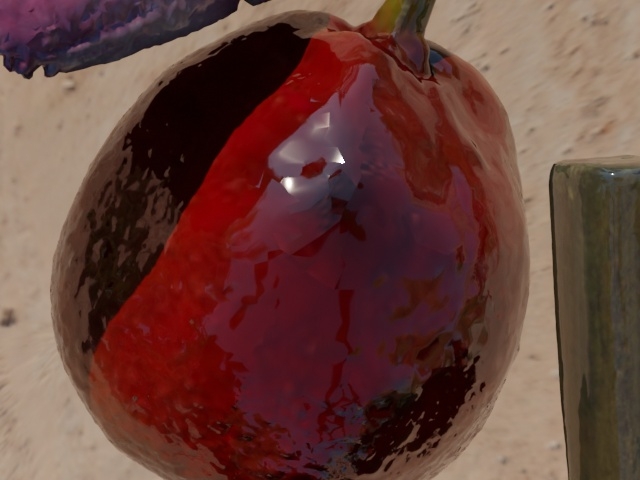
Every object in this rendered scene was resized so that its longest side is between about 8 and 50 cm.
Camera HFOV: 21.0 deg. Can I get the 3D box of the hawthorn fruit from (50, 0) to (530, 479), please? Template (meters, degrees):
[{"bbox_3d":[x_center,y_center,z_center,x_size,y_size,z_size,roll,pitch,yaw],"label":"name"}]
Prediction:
[{"bbox_3d":[0.000,0.000,0.958,0.265,0.265,0.307,26,104,-6],"label":"hawthorn fruit"}]

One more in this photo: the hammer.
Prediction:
[{"bbox_3d":[0.119,0.188,0.623,0.044,0.168,0.440,-11,101,-35],"label":"hammer"}]

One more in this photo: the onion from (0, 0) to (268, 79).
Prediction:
[{"bbox_3d":[-0.179,-0.172,0.841,0.267,0.348,0.159,8,121,30],"label":"onion"}]
